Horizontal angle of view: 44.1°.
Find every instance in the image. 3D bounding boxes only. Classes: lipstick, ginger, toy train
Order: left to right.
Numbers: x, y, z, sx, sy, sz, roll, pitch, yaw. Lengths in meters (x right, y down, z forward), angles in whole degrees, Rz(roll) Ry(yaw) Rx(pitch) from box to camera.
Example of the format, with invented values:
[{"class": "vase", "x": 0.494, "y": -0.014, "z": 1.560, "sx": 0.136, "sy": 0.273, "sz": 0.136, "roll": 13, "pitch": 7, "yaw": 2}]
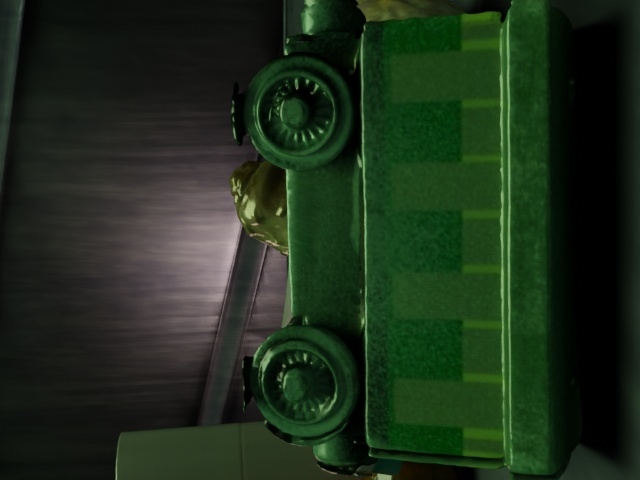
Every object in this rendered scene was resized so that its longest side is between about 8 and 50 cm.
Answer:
[{"class": "lipstick", "x": -0.040, "y": 0.230, "z": 0.819, "sx": 0.087, "sy": 0.326, "sz": 0.087, "roll": 177, "pitch": 90, "yaw": -84}, {"class": "ginger", "x": 0.008, "y": -0.085, "z": 0.877, "sx": 0.130, "sy": 0.221, "sz": 0.276, "roll": 81, "pitch": 174, "yaw": -56}, {"class": "toy train", "x": 0.055, "y": -0.001, "z": 0.488, "sx": 0.120, "sy": 0.202, "sz": 0.301, "roll": -16, "pitch": -75, "yaw": -72}]

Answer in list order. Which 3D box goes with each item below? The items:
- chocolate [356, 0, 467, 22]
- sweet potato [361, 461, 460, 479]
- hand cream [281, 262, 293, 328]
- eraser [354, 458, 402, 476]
[{"class": "chocolate", "x": 0.060, "y": -0.152, "z": 0.680, "sx": 0.309, "sy": 0.134, "sz": 0.134, "roll": -107, "pitch": 16, "yaw": -68}, {"class": "sweet potato", "x": 0.081, "y": 0.284, "z": 0.742, "sx": 0.112, "sy": 0.112, "sz": 0.359, "roll": -146, "pitch": 54, "yaw": -82}, {"class": "hand cream", "x": -0.002, "y": 0.124, "z": 1.380, "sx": 0.185, "sy": 0.118, "sz": 0.359, "roll": 49, "pitch": 161, "yaw": 16}, {"class": "eraser", "x": 0.064, "y": 0.083, "z": 0.693, "sx": 0.095, "sy": 0.052, "sz": 0.225, "roll": 32, "pitch": 106, "yaw": 63}]
